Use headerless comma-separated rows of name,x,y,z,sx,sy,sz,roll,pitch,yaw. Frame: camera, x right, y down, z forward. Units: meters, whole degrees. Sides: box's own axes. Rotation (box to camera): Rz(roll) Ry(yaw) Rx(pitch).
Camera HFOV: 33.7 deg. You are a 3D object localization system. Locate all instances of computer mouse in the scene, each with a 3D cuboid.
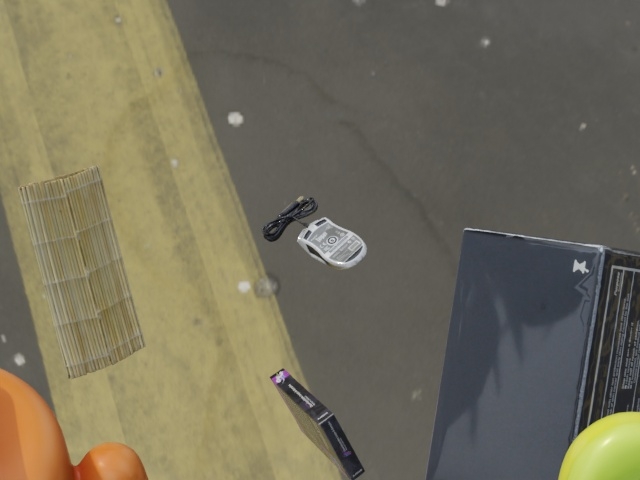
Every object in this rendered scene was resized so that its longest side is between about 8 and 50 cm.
computer mouse,0.000,0.000,1.736,0.106,0.042,0.193,-40,51,-19

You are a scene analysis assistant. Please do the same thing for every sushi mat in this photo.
sushi mat,-0.376,0.049,1.678,0.151,0.019,0.316,-21,101,-46

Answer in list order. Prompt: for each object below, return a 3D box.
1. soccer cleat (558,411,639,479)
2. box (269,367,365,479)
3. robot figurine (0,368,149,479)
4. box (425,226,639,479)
soccer cleat,0.191,0.172,0.552,0.093,0.289,0.121,-38,32,8
box,-0.005,0.259,1.495,0.029,0.116,0.162,-34,30,-13
robot figurine,-0.155,0.136,0.422,0.128,0.219,0.158,20,44,26
box,0.285,0.148,1.195,0.183,0.294,0.296,9,91,40
